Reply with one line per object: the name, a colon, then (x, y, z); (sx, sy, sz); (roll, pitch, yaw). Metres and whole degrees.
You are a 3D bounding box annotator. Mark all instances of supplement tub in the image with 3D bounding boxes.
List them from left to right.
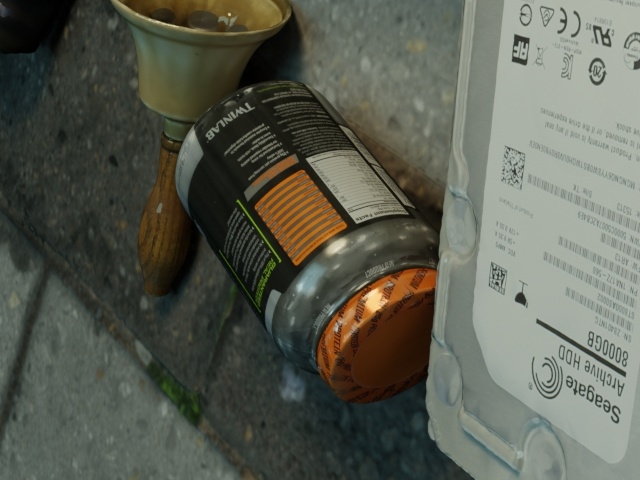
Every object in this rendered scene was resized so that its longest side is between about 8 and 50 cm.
supplement tub: (0.000, 0.000, 0.813); (0.190, 0.117, 0.117); (54, 127, 36)

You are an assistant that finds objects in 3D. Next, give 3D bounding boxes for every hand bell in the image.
hand bell: (-0.101, -0.064, 0.970); (0.126, 0.126, 0.242); (42, 132, 42)

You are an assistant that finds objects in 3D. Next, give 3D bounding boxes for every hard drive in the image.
hard drive: (0.138, -0.021, 0.620); (0.237, 0.064, 0.338); (-145, 54, -60)

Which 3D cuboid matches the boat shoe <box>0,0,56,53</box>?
boat shoe: (-0.310, -0.327, 1.205); (0.158, 0.127, 0.340); (-53, 59, 26)
